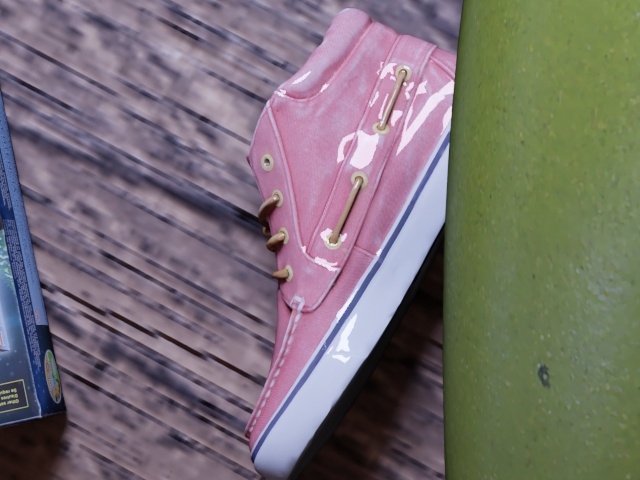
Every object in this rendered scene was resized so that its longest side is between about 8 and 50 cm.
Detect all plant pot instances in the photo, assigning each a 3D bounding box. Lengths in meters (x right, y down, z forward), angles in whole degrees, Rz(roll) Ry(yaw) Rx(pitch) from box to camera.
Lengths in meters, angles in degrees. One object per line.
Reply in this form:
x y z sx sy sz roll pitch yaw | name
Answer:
0.151 0.033 0.632 0.274 0.275 0.294 16 104 6 | plant pot

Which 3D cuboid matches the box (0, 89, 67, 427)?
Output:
-0.232 0.016 0.761 0.233 0.044 0.159 -12 87 5 | box

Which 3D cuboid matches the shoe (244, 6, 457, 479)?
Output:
0.000 0.000 0.732 0.081 0.063 0.178 29 85 8 | shoe
